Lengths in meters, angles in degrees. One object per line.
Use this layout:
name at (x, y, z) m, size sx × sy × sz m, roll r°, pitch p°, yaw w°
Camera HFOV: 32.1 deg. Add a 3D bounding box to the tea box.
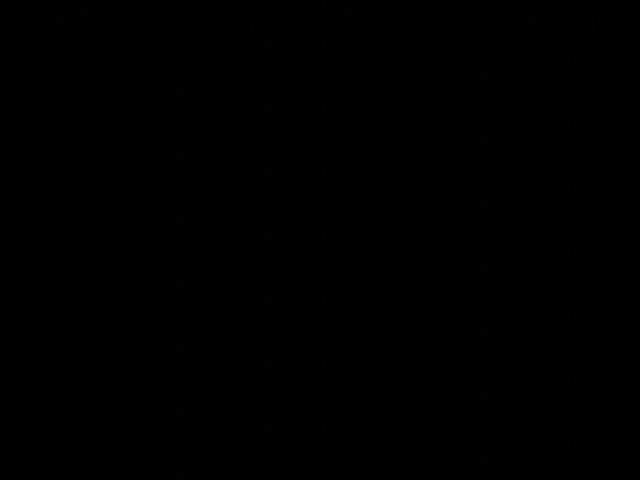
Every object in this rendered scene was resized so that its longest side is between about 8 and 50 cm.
tea box at (0.044, -0.028, 0.153) m, size 0.324 × 0.220 × 0.329 m, roll -27°, pitch 175°, yaw -10°
